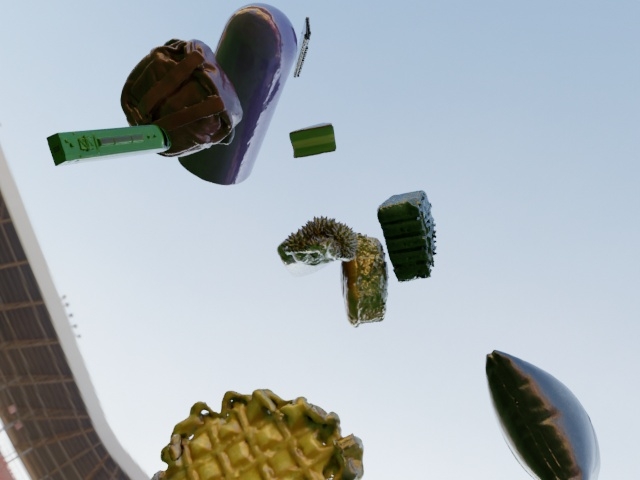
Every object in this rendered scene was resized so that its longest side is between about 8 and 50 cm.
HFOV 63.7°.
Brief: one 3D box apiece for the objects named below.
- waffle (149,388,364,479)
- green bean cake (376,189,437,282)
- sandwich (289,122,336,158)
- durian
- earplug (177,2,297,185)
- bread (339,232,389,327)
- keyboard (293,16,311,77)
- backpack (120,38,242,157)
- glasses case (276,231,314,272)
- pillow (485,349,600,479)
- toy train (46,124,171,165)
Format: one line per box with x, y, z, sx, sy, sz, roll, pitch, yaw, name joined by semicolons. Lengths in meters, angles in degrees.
-0.080;0.297;0.599;0.281;0.262;0.060;3;-42;18;waffle
0.224;-0.019;1.250;0.107;0.208;0.193;-14;-80;21;green bean cake
-0.027;-0.252;1.301;0.074;0.117;0.074;-138;-143;-67;sandwich
0.000;0.000;0.992;0.147;0.208;0.102;0;-92;-2;durian
-0.199;-0.358;1.257;0.215;0.215;0.455;47;-45;13;earplug
0.111;0.100;1.357;0.174;0.122;0.245;99;-12;-54;bread
-0.046;-0.464;1.251;0.195;0.018;0.060;143;-52;-76;keyboard
-0.273;-0.262;0.988;0.230;0.139;0.229;1;-72;2;backpack
-0.027;0.030;1.288;0.137;0.354;0.085;-24;-100;-1;glasses case
0.307;0.250;0.697;0.106;0.250;0.185;-34;-123;16;pillow
-0.310;-0.154;0.804;0.042;0.209;0.044;-8;-80;38;toy train
